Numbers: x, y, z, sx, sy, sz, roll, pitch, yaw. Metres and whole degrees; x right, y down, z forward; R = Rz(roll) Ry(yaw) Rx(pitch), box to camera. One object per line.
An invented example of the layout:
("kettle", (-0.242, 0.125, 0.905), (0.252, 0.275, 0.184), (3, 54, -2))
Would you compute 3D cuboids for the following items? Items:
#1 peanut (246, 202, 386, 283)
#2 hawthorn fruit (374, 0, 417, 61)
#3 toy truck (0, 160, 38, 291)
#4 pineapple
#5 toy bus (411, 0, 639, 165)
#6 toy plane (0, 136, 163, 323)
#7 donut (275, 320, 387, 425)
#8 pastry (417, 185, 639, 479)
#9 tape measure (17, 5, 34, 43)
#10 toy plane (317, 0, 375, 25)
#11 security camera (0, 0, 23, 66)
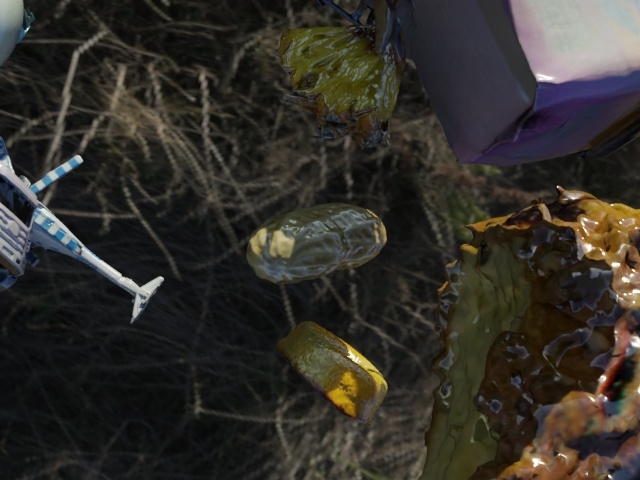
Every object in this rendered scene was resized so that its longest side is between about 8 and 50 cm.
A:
("peanut", (0.000, 0.000, 1.376), (0.194, 0.093, 0.083), (-13, 92, -36))
("hawthorn fruit", (0.061, -0.247, 0.612), (0.276, 0.276, 0.307), (4, 108, -40))
("toy truck", (-0.362, -0.030, 1.053), (0.110, 0.216, 0.116), (56, 42, -60))
("pineapple", (0.028, -0.132, 0.978), (0.116, 0.137, 0.069), (-38, 147, -4))
("toy bus", (0.119, -0.246, 0.844), (0.162, 0.171, 0.386), (-14, 76, -31))
("toy plane", (-0.320, -0.008, 1.478), (0.273, 0.107, 0.182), (18, 74, -2))
("donut", (0.018, 0.158, 1.440), (0.152, 0.152, 0.058), (35, 95, -41))
("pastry", (0.253, 0.157, 0.966), (0.337, 0.292, 0.405), (17, 63, -4))
("tape measure", (-0.516, -0.310, 1.756), (0.081, 0.125, 0.146), (77, 33, -46))
("toy plane", (0.122, -0.281, 1.273), (0.155, 0.382, 0.106), (-48, 171, -32))
("security camera", (-0.426, -0.254, 1.227), (0.236, 0.194, 0.194), (17, 93, -32))
